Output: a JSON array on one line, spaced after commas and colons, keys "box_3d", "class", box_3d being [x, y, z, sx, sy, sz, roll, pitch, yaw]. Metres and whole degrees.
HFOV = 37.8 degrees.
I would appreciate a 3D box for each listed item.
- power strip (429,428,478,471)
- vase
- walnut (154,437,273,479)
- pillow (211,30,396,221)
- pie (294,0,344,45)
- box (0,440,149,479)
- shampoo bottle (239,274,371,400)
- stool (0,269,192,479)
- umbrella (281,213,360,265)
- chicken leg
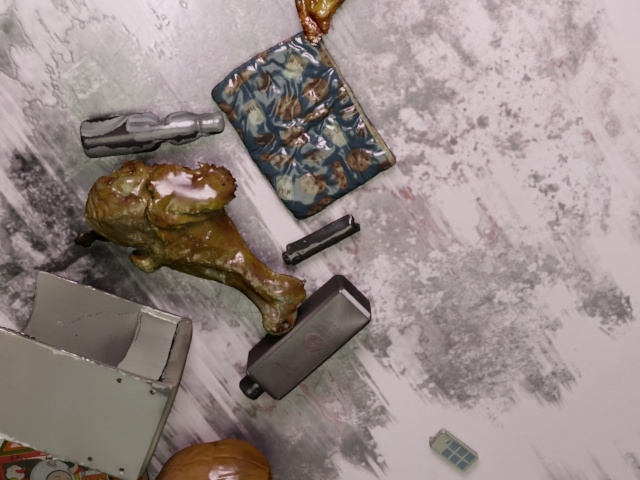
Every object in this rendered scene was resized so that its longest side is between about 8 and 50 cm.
[{"box_3d": [0.227, 0.357, 1.594, 0.090, 0.016, 0.040, 38, 105, -13], "class": "power strip"}, {"box_3d": [-0.246, -0.162, 1.389, 0.212, 0.060, 0.059, -6, 109, 2], "class": "vase"}, {"box_3d": [-0.178, 0.410, 1.534, 0.207, 0.167, 0.167, -16, 108, 7], "class": "walnut"}, {"box_3d": [-0.026, -0.171, 1.406, 0.189, 0.034, 0.255, -30, 108, 11], "class": "pillow"}, {"box_3d": [0.016, -0.377, 1.330, 0.088, 0.033, 0.191, 38, 95, 4], "class": "pie"}, {"box_3d": [-0.398, 0.381, 1.525, 0.195, 0.148, 0.177, -8, 107, 2], "class": "box"}, {"box_3d": [-0.031, 0.165, 1.492, 0.246, 0.079, 0.080, -43, 104, 13], "class": "shampoo bottle"}, {"box_3d": [-0.351, 0.196, 1.413, 0.270, 0.243, 0.170, 21, 107, -8], "class": "stool"}, {"box_3d": [-0.001, -0.001, 1.464, 0.133, 0.031, 0.036, -28, 85, 9], "class": "umbrella"}, {"box_3d": [-0.170, -0.014, 1.403, 0.361, 0.140, 0.211, 23, 128, -12], "class": "chicken leg"}]
